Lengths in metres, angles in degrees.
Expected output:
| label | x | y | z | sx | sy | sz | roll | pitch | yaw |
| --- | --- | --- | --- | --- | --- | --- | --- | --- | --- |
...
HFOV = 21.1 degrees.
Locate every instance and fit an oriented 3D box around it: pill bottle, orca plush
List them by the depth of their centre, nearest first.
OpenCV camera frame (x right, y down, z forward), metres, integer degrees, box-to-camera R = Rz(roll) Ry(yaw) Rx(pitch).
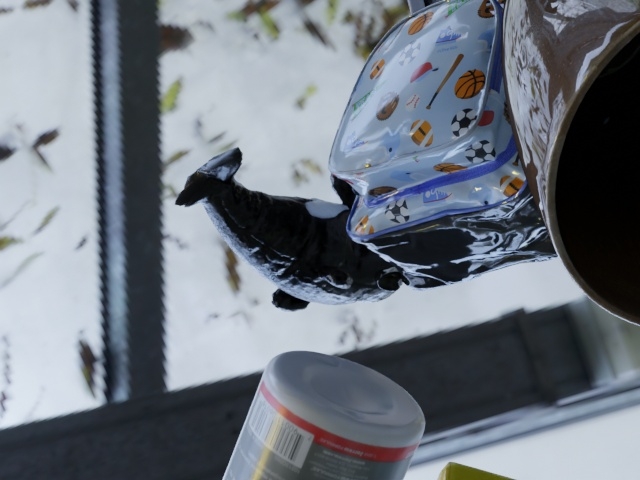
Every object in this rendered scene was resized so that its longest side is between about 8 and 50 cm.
| label | x | y | z | sx | sy | sz | roll | pitch | yaw |
| --- | --- | --- | --- | --- | --- | --- | --- | --- | --- |
| pill bottle | -0.022 | 0.263 | 1.641 | 0.161 | 0.161 | 0.283 | 10 | -70 | -34 |
| orca plush | 0.000 | 0.000 | 1.679 | 0.151 | 0.102 | 0.287 | -49 | -48 | -5 |

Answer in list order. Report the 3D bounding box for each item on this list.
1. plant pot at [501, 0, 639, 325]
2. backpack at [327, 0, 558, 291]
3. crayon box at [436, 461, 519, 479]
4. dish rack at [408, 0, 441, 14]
| label | x | y | z | sx | sy | sz | roll | pitch | yaw |
| --- | --- | --- | --- | --- | --- | --- | --- | --- | --- |
| plant pot | 0.195 | -0.098 | 1.017 | 0.215 | 0.215 | 0.230 | 25 | -160 | -27 |
| backpack | 0.148 | -0.108 | 1.574 | 0.213 | 0.276 | 0.263 | 47 | -131 | -33 |
| crayon box | 0.201 | 0.282 | 0.757 | 0.363 | 0.106 | 0.313 | 16 | -143 | -2 |
| dish rack | 0.190 | -0.380 | 1.755 | 0.285 | 0.072 | 0.333 | -20 | -66 | -8 |
